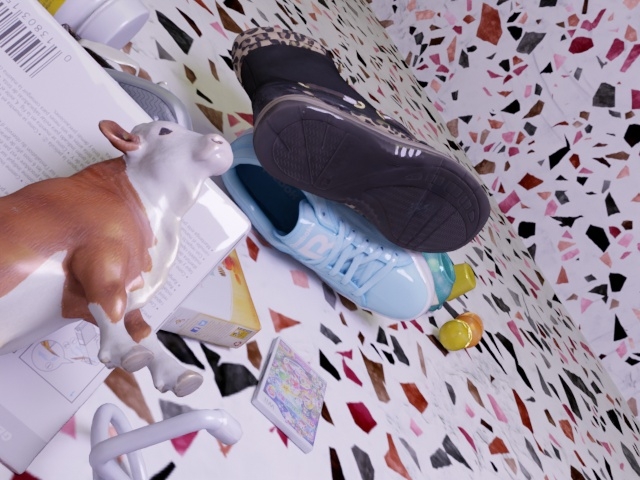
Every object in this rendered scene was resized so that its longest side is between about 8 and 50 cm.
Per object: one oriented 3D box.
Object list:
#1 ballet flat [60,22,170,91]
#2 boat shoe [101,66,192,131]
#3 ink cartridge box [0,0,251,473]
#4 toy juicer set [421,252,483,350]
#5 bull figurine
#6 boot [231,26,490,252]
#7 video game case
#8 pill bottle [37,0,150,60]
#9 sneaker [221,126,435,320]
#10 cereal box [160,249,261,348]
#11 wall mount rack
[{"bbox_3d":[-0.232,-0.176,0.875,0.221,0.079,0.077,35,29,-35],"label":"ballet flat"},{"bbox_3d":[-0.276,-0.131,0.652,0.320,0.118,0.103,15,-6,-19],"label":"boat shoe"},{"bbox_3d":[-0.243,-0.024,0.556,0.296,0.066,0.261,47,67,-13],"label":"ink cartridge box"},{"bbox_3d":[0.191,0.090,1.286,0.329,0.089,0.209,37,39,-50],"label":"toy juicer set"},{"bbox_3d":[-0.183,0.028,0.470,0.188,0.310,0.101,56,-23,31],"label":"bull figurine"},{"bbox_3d":[0.046,-0.143,1.003,0.377,0.138,0.284,20,28,-32],"label":"boot"},{"bbox_3d":[-0.032,0.172,0.830,0.087,0.011,0.122,46,24,-14],"label":"video game case"},{"bbox_3d":[-0.315,-0.323,0.884,0.208,0.119,0.119,48,23,-11],"label":"pill bottle"},{"bbox_3d":[0.000,0.000,1.004,0.366,0.135,0.150,39,25,-2],"label":"sneaker"},{"bbox_3d":[-0.177,0.009,0.748,0.240,0.047,0.173,25,33,-47],"label":"cereal box"},{"bbox_3d":[-0.055,0.277,0.505,0.304,0.130,0.350,76,-4,-54],"label":"wall mount rack"}]
